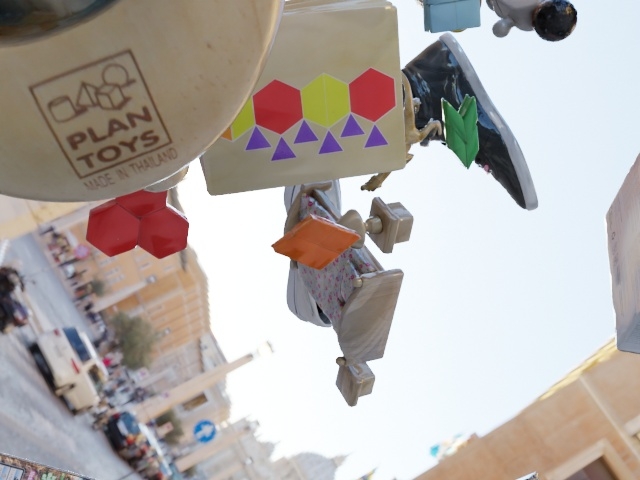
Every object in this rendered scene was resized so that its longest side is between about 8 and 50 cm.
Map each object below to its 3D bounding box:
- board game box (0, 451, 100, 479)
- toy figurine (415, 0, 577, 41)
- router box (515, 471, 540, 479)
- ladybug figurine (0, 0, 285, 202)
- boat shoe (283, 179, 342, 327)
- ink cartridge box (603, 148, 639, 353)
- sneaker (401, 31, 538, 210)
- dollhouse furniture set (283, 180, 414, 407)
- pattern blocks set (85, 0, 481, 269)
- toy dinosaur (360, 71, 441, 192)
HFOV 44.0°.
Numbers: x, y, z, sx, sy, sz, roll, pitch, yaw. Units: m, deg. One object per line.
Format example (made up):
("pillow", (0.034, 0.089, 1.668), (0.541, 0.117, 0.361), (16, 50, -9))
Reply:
("board game box", (-0.403, 0.401, 1.000), (0.291, 0.231, 0.141), (31, -30, -33))
("toy figurine", (0.206, -0.320, 0.844), (0.148, 0.213, 0.209), (54, -47, 50))
("router box", (0.194, 0.313, 0.841), (0.038, 0.123, 0.092), (10, 52, -62))
("ladybug figurine", (-0.180, -0.226, 0.409), (0.162, 0.305, 0.449), (-119, -172, -64))
("boat shoe", (0.000, 0.000, 1.178), (0.088, 0.096, 0.267), (20, -73, 54))
("ink cartridge box", (0.585, -0.024, 1.369), (0.330, 0.072, 0.324), (97, 4, -51))
("sneaker", (0.198, -0.148, 1.169), (0.295, 0.147, 0.104), (61, 6, 9))
("dollhouse furniture set", (-0.052, -0.011, 0.955), (0.303, 0.174, 0.355), (54, -35, 44))
("pattern blocks set", (-0.024, -0.114, 0.633), (0.026, 0.325, 0.285), (-131, -138, -69))
("toy dinosaur", (0.098, -0.125, 0.911), (0.053, 0.093, 0.183), (33, -44, 17))
